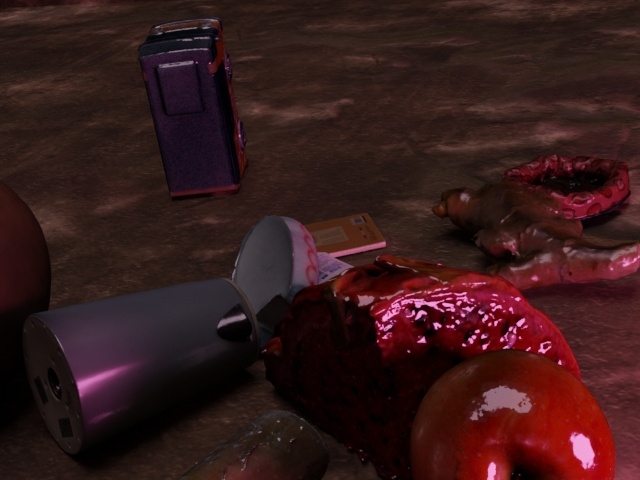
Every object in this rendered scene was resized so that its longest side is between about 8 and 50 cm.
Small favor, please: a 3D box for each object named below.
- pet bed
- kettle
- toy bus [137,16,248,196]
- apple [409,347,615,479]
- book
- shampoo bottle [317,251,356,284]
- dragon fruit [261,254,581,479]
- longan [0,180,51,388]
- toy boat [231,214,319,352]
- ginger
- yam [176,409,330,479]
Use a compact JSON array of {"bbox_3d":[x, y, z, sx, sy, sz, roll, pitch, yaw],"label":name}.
[{"bbox_3d":[0.360,-0.079,1.642,0.201,0.053,0.201,-5,20,2],"label":"pet bed"},{"bbox_3d":[-0.210,0.134,1.297,0.243,0.160,0.210,-17,-4,-33],"label":"kettle"},{"bbox_3d":[-0.212,-0.223,1.882,0.138,0.275,0.167,-6,26,6],"label":"toy bus"},{"bbox_3d":[0.165,0.187,0.987,0.181,0.181,0.168,-11,4,-6],"label":"apple"},{"bbox_3d":[0.000,0.000,1.638,0.172,0.012,0.118,-12,24,-7],"label":"book"},{"bbox_3d":[0.003,0.050,1.489,0.072,0.043,0.099,-29,29,-23],"label":"shampoo bottle"},{"bbox_3d":[0.049,0.136,1.166,0.330,0.302,0.240,-7,52,43],"label":"dragon fruit"},{"bbox_3d":[-0.470,0.061,1.307,0.319,0.319,0.319,-7,24,3],"label":"longan"},{"bbox_3d":[-0.049,0.052,1.423,0.079,0.134,0.208,29,27,-26],"label":"toy boat"},{"bbox_3d":[0.270,-0.003,1.483,0.166,0.080,0.333,-29,35,-9],"label":"ginger"},{"bbox_3d":[-0.107,0.255,1.027,0.093,0.093,0.259,12,32,39],"label":"yam"}]
